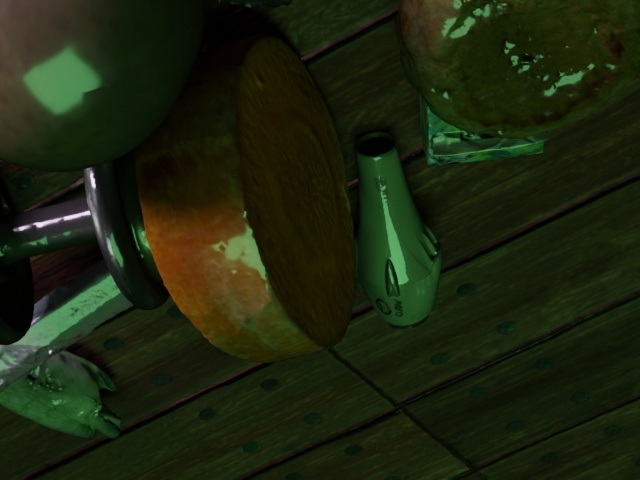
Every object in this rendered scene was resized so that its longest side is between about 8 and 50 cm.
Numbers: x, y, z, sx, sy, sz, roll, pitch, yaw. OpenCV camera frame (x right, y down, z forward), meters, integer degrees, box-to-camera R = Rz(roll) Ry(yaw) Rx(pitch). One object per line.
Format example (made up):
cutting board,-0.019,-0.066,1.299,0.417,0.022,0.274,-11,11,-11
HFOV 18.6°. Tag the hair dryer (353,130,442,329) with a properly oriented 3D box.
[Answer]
hair dryer,0.018,-0.020,1.890,0.225,0.088,0.219,14,130,-1

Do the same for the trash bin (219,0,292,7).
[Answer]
trash bin,-0.042,-0.342,1.313,0.203,0.301,0.252,-1,140,-6

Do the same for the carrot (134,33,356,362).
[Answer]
carrot,-0.053,-0.030,1.719,0.100,0.258,0.307,-6,132,25

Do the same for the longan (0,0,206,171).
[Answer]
longan,-0.208,-0.180,1.547,0.248,0.248,0.248,-4,139,-4

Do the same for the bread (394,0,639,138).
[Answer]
bread,0.172,-0.196,1.653,0.230,0.123,0.230,-5,136,-5

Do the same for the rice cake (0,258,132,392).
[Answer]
rice cake,-0.225,0.070,1.909,0.290,0.051,0.081,-32,134,6

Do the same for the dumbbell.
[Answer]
dumbbell,-0.237,-0.013,1.754,0.290,0.192,0.192,-14,139,9

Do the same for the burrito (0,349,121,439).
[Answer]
burrito,-0.321,0.128,1.999,0.096,0.066,0.309,-34,131,29

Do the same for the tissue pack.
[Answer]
tissue pack,0.150,-0.110,1.780,0.111,0.079,0.085,-6,140,-1
